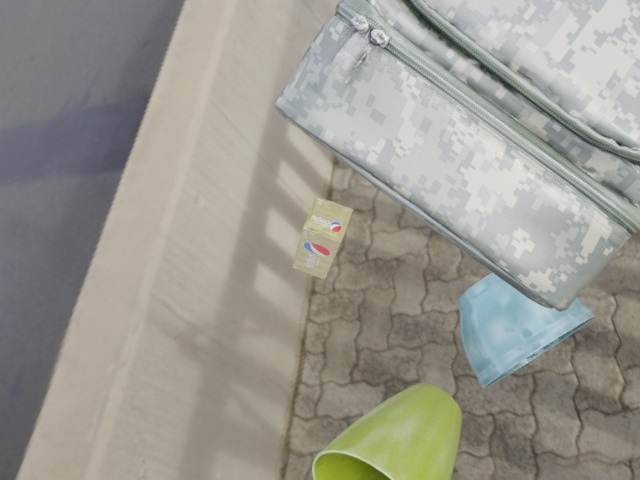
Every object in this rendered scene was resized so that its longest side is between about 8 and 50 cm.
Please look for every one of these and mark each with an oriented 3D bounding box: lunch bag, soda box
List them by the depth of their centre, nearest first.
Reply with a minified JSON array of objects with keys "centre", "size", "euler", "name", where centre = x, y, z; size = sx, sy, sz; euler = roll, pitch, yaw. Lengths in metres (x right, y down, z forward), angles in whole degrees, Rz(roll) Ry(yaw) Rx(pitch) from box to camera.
[{"centre":[0.147,-0.134,0.559],"size":[0.305,0.212,0.256],"euler":[37,101,0],"name":"lunch bag"},{"centre":[0.000,0.000,1.078],"size":[0.061,0.181,0.058],"euler":[20,67,0],"name":"soda box"}]

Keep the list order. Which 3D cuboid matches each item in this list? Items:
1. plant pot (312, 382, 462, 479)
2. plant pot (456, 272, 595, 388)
[{"centre":[0.176,0.452,1.474],"size":[0.275,0.274,0.293],"euler":[8,36,37],"name":"plant pot"},{"centre":[0.430,0.171,1.544],"size":[0.293,0.293,0.196],"euler":[-35,71,9],"name":"plant pot"}]
